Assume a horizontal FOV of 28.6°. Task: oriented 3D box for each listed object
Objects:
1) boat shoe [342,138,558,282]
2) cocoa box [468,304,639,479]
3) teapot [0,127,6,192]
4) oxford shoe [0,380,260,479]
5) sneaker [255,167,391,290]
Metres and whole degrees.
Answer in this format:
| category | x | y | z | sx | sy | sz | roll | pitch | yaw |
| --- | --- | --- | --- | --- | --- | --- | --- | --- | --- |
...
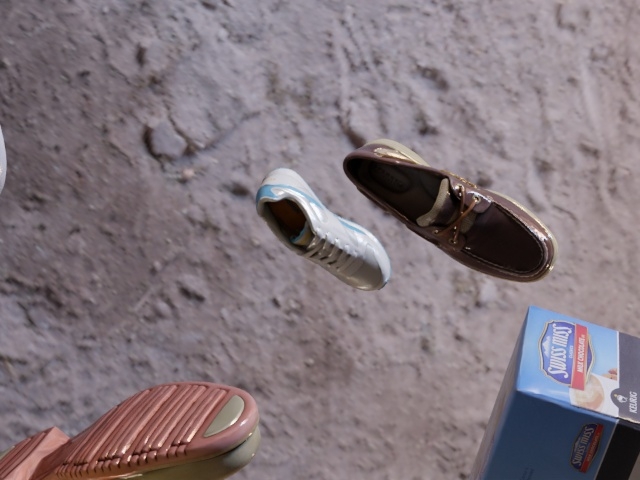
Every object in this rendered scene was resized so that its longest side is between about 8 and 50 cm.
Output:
| category | x | y | z | sx | sy | sz | roll | pitch | yaw |
| --- | --- | --- | --- | --- | --- | --- | --- | --- | --- |
| boat shoe | 0.182 | -0.041 | 1.826 | 0.123 | 0.342 | 0.123 | -60 | 165 | 15 |
| cocoa box | 0.322 | 0.306 | 1.649 | 0.231 | 0.227 | 0.347 | -62 | 167 | -62 |
| teapot | -0.462 | -0.101 | 1.298 | 0.187 | 0.252 | 0.256 | -31 | 111 | -34 |
| oxford shoe | -0.193 | 0.246 | 1.233 | 0.147 | 0.397 | 0.140 | 59 | 38 | -12 |
| sneaker | 0.000 | 0.000 | 1.760 | 0.228 | 0.092 | 0.087 | 38 | 116 | -8 |
